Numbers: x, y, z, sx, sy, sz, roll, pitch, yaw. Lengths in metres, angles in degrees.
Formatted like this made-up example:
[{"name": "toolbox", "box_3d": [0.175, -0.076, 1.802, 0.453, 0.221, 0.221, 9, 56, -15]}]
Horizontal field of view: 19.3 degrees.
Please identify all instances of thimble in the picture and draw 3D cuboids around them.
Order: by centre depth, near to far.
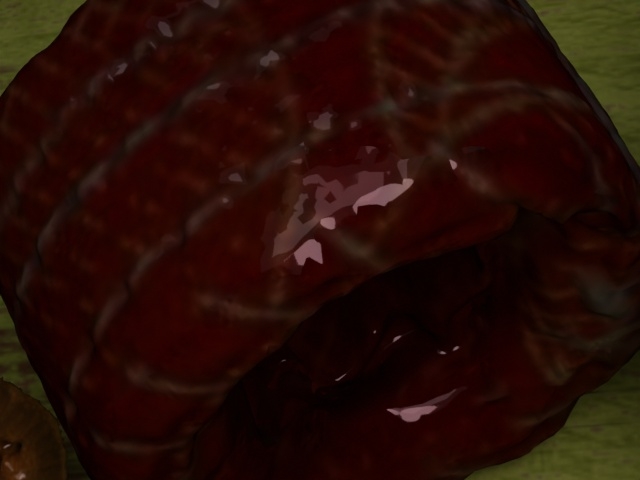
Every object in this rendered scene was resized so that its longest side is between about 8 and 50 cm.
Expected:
[{"name": "thimble", "box_3d": [0.000, 0.000, 1.037, 0.350, 0.350, 0.231, -26, 60, -3]}]

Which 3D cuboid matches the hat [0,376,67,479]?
[{"name": "hat", "box_3d": [-0.321, 0.151, 1.136, 0.233, 0.233, 0.244, 11, 50, 45]}]
